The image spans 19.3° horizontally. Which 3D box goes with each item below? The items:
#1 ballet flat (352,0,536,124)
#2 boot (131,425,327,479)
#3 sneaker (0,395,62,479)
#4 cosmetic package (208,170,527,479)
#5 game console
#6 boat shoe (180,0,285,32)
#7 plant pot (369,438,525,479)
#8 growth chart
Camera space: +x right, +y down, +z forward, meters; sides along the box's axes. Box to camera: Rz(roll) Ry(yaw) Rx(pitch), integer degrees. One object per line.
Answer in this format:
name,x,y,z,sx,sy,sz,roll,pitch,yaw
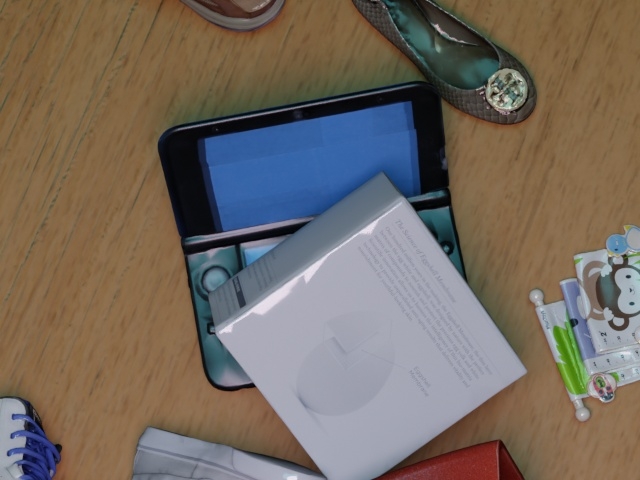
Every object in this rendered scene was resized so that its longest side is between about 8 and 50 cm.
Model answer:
ballet flat,0.130,-0.216,2.034,0.250,0.058,0.084,42,82,10
boot,-0.099,0.265,1.865,0.095,0.258,0.123,19,81,-39
sneaker,-0.309,0.247,1.865,0.315,0.127,0.182,13,57,39
cosmetic package,0.044,0.092,1.871,0.225,0.138,0.224,-35,106,3
game console,0.000,0.000,1.930,0.293,0.173,0.250,-11,76,0
boat shoe,-0.185,-0.338,2.042,0.324,0.116,0.123,22,78,7
plant pot,0.089,0.370,1.784,0.236,0.267,0.267,-8,59,16
growth chart,0.340,0.067,1.982,0.237,0.021,0.172,-25,76,-5
